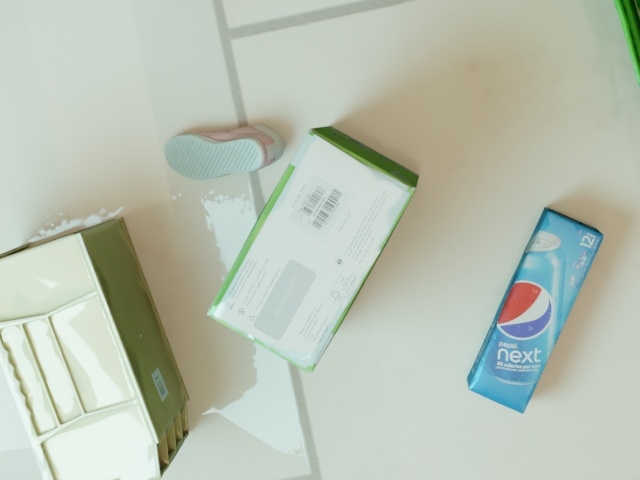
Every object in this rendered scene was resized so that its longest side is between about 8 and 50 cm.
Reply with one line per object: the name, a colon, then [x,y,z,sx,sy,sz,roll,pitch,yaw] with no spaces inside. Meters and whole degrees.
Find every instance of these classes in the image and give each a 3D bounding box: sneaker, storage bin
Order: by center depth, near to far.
storage bin: [-0.239,0.117,1.773,0.123,0.262,0.260,-19,93,3]
sneaker: [-0.100,-0.097,1.856,0.134,0.070,0.051,1,105,33]

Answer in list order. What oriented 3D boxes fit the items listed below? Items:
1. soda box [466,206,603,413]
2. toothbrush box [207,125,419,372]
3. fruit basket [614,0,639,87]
soda box: [0.228,0.073,1.829,0.067,0.071,0.210,23,96,2]
toothbrush box: [0.000,0.000,1.733,0.122,0.283,0.206,30,97,2]
fruit basket: [0.411,-0.303,1.640,0.283,0.392,0.392,-17,93,5]
